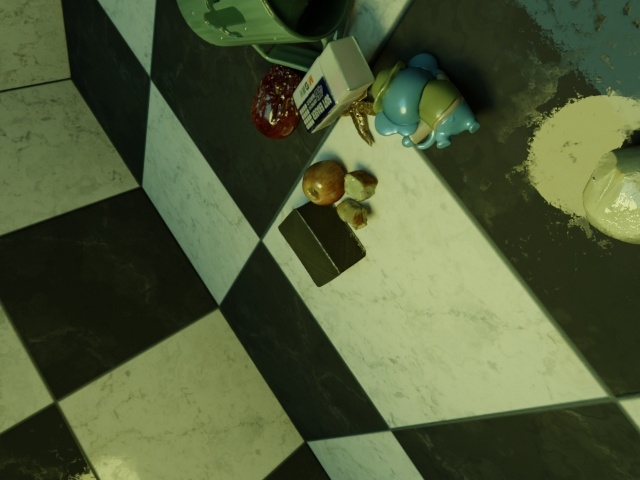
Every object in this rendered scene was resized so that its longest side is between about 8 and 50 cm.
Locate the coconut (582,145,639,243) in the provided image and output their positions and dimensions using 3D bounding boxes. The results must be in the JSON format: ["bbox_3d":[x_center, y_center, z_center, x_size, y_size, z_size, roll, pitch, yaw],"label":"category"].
[{"bbox_3d":[0.538,-0.085,0.707,0.161,0.161,0.162,34,137,33],"label":"coconut"}]

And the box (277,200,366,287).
[{"bbox_3d":[0.002,-0.001,1.469,0.274,0.143,0.184,56,146,5],"label":"box"}]

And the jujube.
[{"bbox_3d":[-0.127,-0.436,1.324,0.168,0.168,0.237,43,127,24],"label":"jujube"}]

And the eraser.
[{"bbox_3d":[0.022,-0.389,1.089,0.131,0.086,0.287,64,160,-3],"label":"eraser"}]

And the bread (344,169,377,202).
[{"bbox_3d":[0.119,-0.167,1.259,0.083,0.070,0.077,39,141,27],"label":"bread"}]

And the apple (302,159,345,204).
[{"bbox_3d":[0.011,-0.181,1.336,0.146,0.130,0.147,28,136,31],"label":"apple"}]

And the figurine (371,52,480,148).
[{"bbox_3d":[0.224,-0.299,0.959,0.262,0.153,0.180,55,139,23],"label":"figurine"}]

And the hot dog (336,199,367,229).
[{"bbox_3d":[0.113,-0.080,1.337,0.078,0.061,0.169,-64,34,15],"label":"hot dog"}]

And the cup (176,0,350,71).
[{"bbox_3d":[-0.139,-0.600,1.053,0.391,0.310,0.402,15,127,43],"label":"cup"}]

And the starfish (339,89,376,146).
[{"bbox_3d":[0.090,-0.369,1.157,0.236,0.062,0.277,58,154,2],"label":"starfish"}]
